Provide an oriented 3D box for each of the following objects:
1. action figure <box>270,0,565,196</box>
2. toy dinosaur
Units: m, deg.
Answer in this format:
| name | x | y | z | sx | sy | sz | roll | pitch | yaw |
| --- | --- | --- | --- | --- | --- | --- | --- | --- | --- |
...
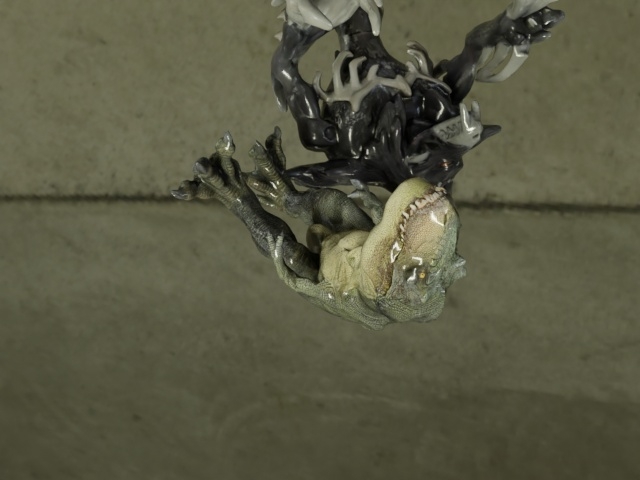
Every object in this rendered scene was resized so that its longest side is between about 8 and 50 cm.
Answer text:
| name | x | y | z | sx | sy | sz | roll | pitch | yaw |
| --- | --- | --- | --- | --- | --- | --- | --- | --- | --- |
| action figure | 0.039 | -0.126 | 0.579 | 0.141 | 0.164 | 0.276 | -17 | 90 | 61 |
| toy dinosaur | 0.000 | 0.000 | 0.502 | 0.118 | 0.064 | 0.268 | 42 | 175 | 4 |
